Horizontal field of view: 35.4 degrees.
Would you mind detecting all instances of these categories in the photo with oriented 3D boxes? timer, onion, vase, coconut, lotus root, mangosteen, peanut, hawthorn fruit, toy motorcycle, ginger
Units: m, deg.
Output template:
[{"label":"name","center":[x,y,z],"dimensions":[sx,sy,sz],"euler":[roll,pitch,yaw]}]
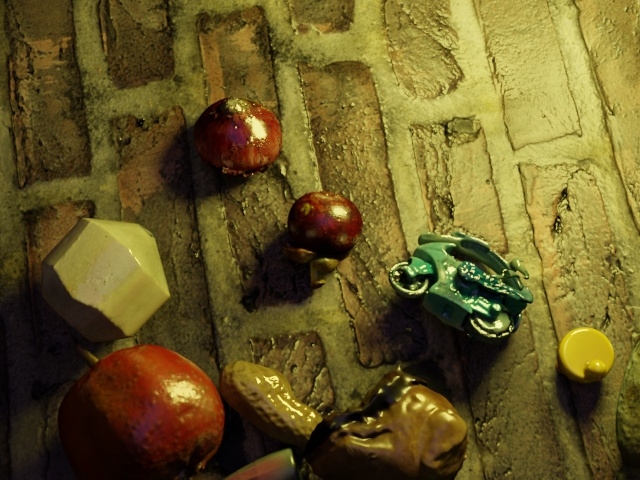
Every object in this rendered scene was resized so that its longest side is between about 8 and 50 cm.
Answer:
[{"label":"timer","center":[0.499,0.216,1.885],"dimensions":[0.107,0.109,0.107],"euler":[0,72,-1]},{"label":"onion","center":[-0.166,-0.218,1.995],"dimensions":[0.184,0.147,0.184],"euler":[-1,58,2]},{"label":"vase","center":[-0.142,0.448,1.823],"dimensions":[0.214,0.086,0.086],"euler":[-18,74,-2]},{"label":"coconut","center":[-0.391,0.067,1.869],"dimensions":[0.241,0.241,0.241],"euler":[0,73,-1]},{"label":"lotus root","center":[0.628,0.299,1.832],"dimensions":[0.175,0.175,0.350],"euler":[17,76,4]},{"label":"mangosteen","center":[-0.001,-0.009,1.950],"dimensions":[0.155,0.181,0.146],"euler":[7,29,-15]},{"label":"peanut","center":[-0.089,0.302,1.858],"dimensions":[0.226,0.095,0.108],"euler":[38,73,9]},{"label":"hawthorn fruit","center":[-0.334,0.302,1.773],"dimensions":[0.287,0.287,0.330],"euler":[-40,71,-12]},{"label":"toy motorcycle","center":[0.274,0.081,1.916],"dimensions":[0.260,0.154,0.206],"euler":[30,51,12]},{"label":"ginger","center":[0.130,0.373,1.782],"dimensions":[0.269,0.200,0.223],"euler":[-37,71,-16]}]
